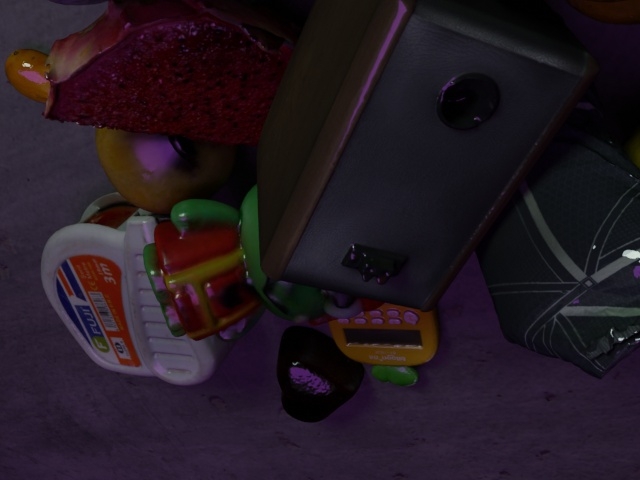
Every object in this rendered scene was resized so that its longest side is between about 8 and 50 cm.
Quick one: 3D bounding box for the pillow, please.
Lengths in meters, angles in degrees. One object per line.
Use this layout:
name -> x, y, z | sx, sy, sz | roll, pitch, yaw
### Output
pillow -> 0.175, -0.044, 0.538 | 0.092, 0.335, 0.161 | 12, 138, -19

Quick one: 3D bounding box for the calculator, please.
calculator -> 0.077, 0.096, 0.873 | 0.146, 0.032, 0.235 | -1, 125, 22

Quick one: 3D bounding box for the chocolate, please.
chocolate -> -0.007, 0.204, 0.960 | 0.125, 0.080, 0.149 | 10, 128, 14

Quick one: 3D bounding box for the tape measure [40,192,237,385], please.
tape measure -> -0.231, 0.056, 0.897 | 0.265, 0.130, 0.258 | 1, 125, 26

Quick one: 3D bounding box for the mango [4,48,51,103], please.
mango -> -0.318, -0.185, 0.790 | 0.089, 0.046, 0.060 | 33, 135, -23

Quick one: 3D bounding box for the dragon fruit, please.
dragon fruit -> -0.100, -0.179, 0.614 | 0.274, 0.126, 0.161 | 3, 153, -31

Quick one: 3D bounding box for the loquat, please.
loquat -> -0.165, -0.103, 0.733 | 0.163, 0.137, 0.163 | 0, 132, 1

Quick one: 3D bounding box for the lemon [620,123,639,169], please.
lemon -> 0.360, -0.027, 0.534 | 0.219, 0.240, 0.240 | -36, 110, 23

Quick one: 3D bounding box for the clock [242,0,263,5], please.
clock -> -0.079, -0.296, 0.597 | 0.172, 0.064, 0.198 | 7, 130, 16

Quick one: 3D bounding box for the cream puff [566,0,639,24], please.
cream puff -> 0.146, -0.240, 0.371 | 0.291, 0.324, 0.257 | -21, 76, 40

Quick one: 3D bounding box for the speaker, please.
speaker -> 0.058, -0.092, 0.519 | 0.153, 0.192, 0.231 | 13, 128, -18

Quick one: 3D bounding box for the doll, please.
doll -> 0.000, 0.000, 0.729 | 0.363, 0.160, 0.183 | -13, 119, 3

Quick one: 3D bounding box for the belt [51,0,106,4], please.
belt -> -0.235, -0.371, 0.424 | 0.173, 0.300, 0.436 | -31, 95, 36
